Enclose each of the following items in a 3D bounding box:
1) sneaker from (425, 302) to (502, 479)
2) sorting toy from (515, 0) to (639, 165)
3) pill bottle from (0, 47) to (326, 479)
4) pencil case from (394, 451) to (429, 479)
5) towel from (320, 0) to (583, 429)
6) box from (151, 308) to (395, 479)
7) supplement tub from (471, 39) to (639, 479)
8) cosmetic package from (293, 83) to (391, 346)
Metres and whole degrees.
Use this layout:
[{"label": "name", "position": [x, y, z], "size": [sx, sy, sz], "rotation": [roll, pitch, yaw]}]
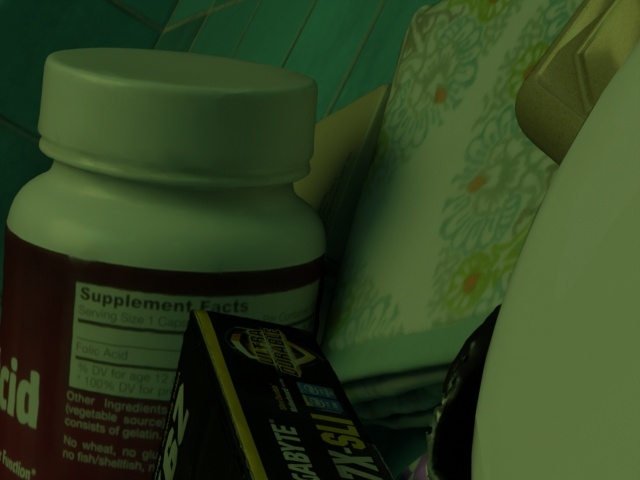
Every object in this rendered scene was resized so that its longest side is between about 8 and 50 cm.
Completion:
[{"label": "sneaker", "position": [0.118, 0.164, 0.588], "size": [0.447, 0.257, 0.169], "rotation": [-67, 18, 4]}, {"label": "sorting toy", "position": [0.187, -0.134, 0.899], "size": [0.229, 0.041, 0.307], "rotation": [-57, 37, 13]}, {"label": "pill bottle", "position": [-0.115, 0.071, 1.199], "size": [0.224, 0.224, 0.392], "rotation": [-136, 51, -71]}, {"label": "pencil case", "position": [0.101, 0.109, 0.754], "size": [0.206, 0.086, 0.088], "rotation": [-46, 19, 39]}, {"label": "towel", "position": [0.143, -0.046, 1.091], "size": [0.374, 0.090, 0.320], "rotation": [-17, 50, 56]}, {"label": "box", "position": [-0.050, 0.226, 0.847], "size": [0.257, 0.079, 0.322], "rotation": [-119, 41, -71]}, {"label": "supplement tub", "position": [0.224, 0.066, 0.387], "size": [0.235, 0.325, 0.235], "rotation": [-50, 21, 28]}, {"label": "cosmetic package", "position": [0.000, 0.000, 1.401], "size": [0.309, 0.113, 0.160], "rotation": [-24, 41, 59]}]
